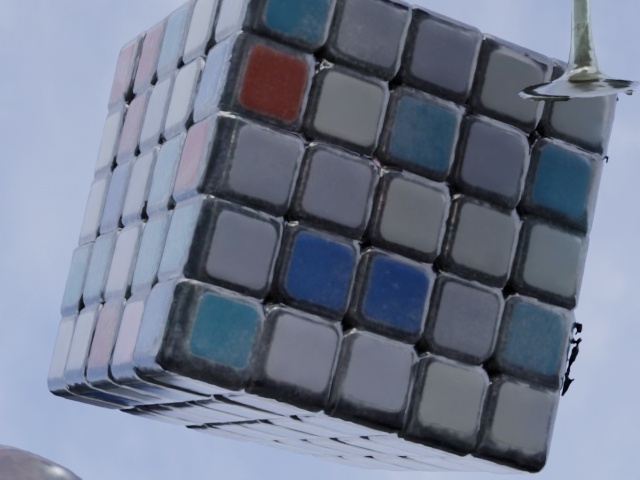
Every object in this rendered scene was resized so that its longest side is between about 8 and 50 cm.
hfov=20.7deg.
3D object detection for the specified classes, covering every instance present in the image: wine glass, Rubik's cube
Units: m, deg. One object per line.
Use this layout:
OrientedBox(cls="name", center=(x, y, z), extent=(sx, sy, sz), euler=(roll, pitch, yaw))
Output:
OrientedBox(cls="wine glass", center=(0.127, -0.171, 0.876), extent=(0.066, 0.066, 0.198), euler=(-2, -95, 8))
OrientedBox(cls="Rubik's cube", center=(0.000, 0.000, 1.252), extent=(0.293, 0.291, 0.287), euler=(15, -13, -22))

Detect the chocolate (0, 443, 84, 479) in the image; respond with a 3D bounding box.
OrientedBox(cls="chocolate", center=(-0.348, 0.386, 1.833), extent=(0.384, 0.331, 0.383), euler=(9, -61, 16))
